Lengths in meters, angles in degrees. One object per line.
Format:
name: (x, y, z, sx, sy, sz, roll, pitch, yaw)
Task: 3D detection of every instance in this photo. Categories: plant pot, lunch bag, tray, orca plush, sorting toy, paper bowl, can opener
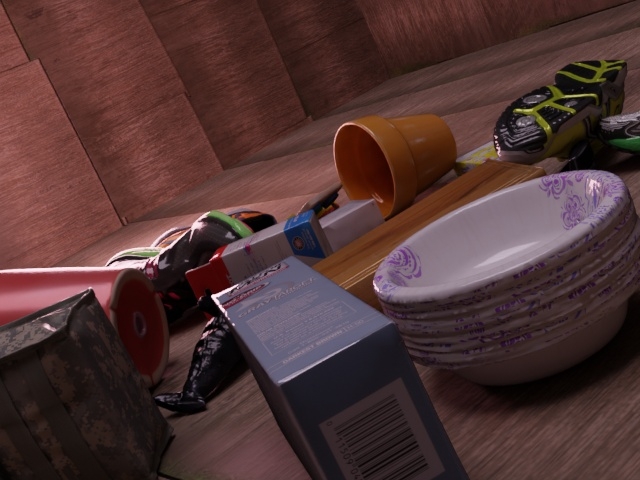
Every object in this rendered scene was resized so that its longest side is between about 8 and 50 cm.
plant pot: (-0.392, 0.158, 1.478, 0.243, 0.274, 0.275, -12, 16, 14)
lunch bag: (-0.372, 0.228, 1.157, 0.287, 0.235, 0.169, -23, 16, 9)
tray: (0.130, 0.015, 1.368, 0.411, 0.076, 0.203, -30, 13, -6)
orca plush: (-0.166, 0.138, 1.390, 0.151, 0.102, 0.287, -27, 16, 48)
sorting toy: (-0.013, -0.042, 1.882, 0.274, 0.046, 0.132, -35, -13, -50)
plant pot: (0.160, -0.166, 1.837, 0.188, 0.205, 0.205, -23, 11, -26)
paper bowl: (0.210, 0.049, 0.990, 0.284, 0.148, 0.284, -23, 14, 6)
can opener: (0.371, -0.081, 1.417, 0.059, 0.073, 0.186, -7, 32, 48)

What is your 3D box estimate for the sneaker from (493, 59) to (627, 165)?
sneaker: (0.420, -0.189, 1.541, 0.145, 0.147, 0.385, 8, 29, 40)

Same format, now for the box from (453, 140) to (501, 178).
box: (0.340, -0.156, 1.805, 0.105, 0.043, 0.179, -27, 11, -11)

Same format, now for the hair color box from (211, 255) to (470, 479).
hair color box: (0.005, 0.142, 0.913, 0.114, 0.185, 0.374, -28, 13, -10)

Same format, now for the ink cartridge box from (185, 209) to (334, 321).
ink cartridge box: (-0.092, 0.057, 1.548, 0.231, 0.134, 0.078, -22, 14, 12)

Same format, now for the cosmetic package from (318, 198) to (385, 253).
cosmetic package: (0.000, 0.000, 1.767, 0.239, 0.060, 0.099, -30, 10, -19)

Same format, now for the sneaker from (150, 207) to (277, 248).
sneaker: (-0.237, 0.009, 2.031, 0.321, 0.124, 0.180, -31, 13, -23)

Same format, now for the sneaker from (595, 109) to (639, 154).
sneaker: (0.588, -0.234, 1.421, 0.344, 0.146, 0.134, -22, 13, 14)

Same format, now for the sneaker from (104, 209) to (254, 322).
sneaker: (-0.275, 0.090, 1.750, 0.483, 0.185, 0.202, -22, 25, 42)
